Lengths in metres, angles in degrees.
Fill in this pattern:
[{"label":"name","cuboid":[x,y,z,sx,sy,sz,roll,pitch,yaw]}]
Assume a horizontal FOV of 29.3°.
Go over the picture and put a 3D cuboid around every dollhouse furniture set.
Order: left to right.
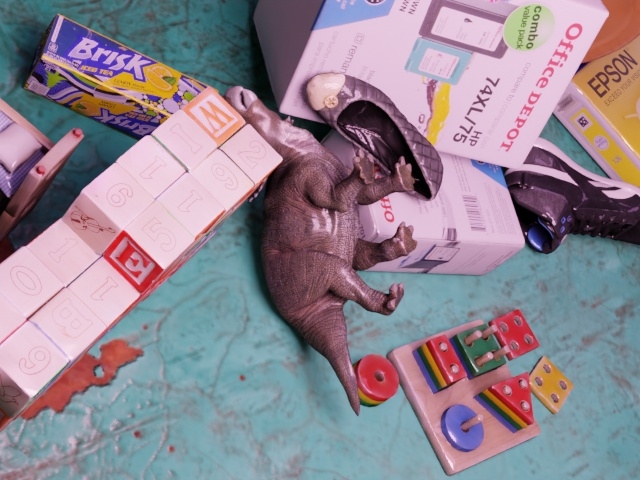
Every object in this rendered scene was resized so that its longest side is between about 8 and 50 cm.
[{"label":"dollhouse furniture set","cuboid":[-0.301,-0.042,0.946,0.129,0.129,0.183,40,47,-7]}]

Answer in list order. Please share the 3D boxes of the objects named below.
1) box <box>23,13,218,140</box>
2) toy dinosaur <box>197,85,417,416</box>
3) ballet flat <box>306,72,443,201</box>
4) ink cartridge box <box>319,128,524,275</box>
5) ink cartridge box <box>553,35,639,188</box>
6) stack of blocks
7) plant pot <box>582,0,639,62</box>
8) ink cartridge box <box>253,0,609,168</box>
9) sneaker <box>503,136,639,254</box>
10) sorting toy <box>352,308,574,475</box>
[{"label":"box","cuboid":[-0.185,-0.141,1.142,0.169,0.054,0.059,24,51,-21]},{"label":"toy dinosaur","cuboid":[0.000,0.000,1.129,0.121,0.160,0.313,-22,102,-57]},{"label":"ballet flat","cuboid":[0.056,-0.100,1.152,0.173,0.057,0.049,35,31,-27]},{"label":"ink cartridge box","cuboid":[0.099,-0.043,1.257,0.191,0.082,0.139,3,61,-31]},{"label":"ink cartridge box","cuboid":[0.415,-0.200,1.588,0.307,0.072,0.304,50,48,0]},{"label":"stack of blocks","cuboid":[-0.176,0.019,0.967,0.087,0.171,0.297,45,47,-2]},{"label":"plant pot","cuboid":[0.282,-0.342,1.442,0.291,0.291,0.203,12,61,-29]},{"label":"ink cartridge box","cuboid":[0.102,-0.227,1.223,0.270,0.198,0.197,11,36,-21]},{"label":"sneaker","cuboid":[0.295,-0.019,1.389,0.217,0.079,0.121,27,53,-7]},{"label":"sorting toy","cuboid":[0.159,0.143,1.205,0.275,0.046,0.132,-14,71,-40]}]
